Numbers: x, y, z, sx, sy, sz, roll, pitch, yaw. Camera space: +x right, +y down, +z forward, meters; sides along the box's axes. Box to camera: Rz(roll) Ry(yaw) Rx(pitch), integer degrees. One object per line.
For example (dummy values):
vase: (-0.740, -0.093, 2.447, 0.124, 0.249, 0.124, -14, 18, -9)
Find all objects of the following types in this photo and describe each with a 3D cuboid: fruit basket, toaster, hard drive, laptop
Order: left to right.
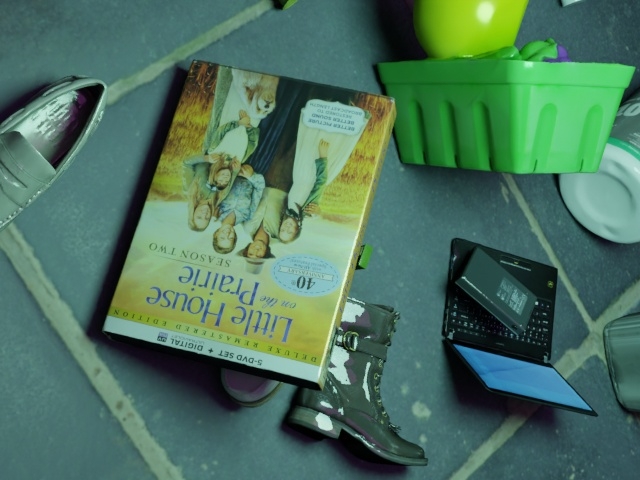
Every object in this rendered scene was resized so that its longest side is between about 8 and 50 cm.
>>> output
fruit basket: (0.263, -0.290, 1.732, 0.283, 0.392, 0.392, -3, 83, -32)
hard drive: (0.286, 0.079, 1.826, 0.135, 0.022, 0.094, 41, 41, -5)
laptop: (0.333, 0.139, 1.843, 0.234, 0.136, 0.264, 16, 74, -30)
toaster: (0.594, 0.206, 1.989, 0.129, 0.146, 0.227, -14, 90, -34)

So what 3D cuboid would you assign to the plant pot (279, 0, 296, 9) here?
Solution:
plant pot: (-0.054, -0.411, 1.732, 0.079, 0.083, 0.083, 47, 61, -3)

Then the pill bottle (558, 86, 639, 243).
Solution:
pill bottle: (0.608, -0.170, 2.026, 0.361, 0.204, 0.204, -39, 103, -31)

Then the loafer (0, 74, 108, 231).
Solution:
loafer: (-0.392, -0.101, 1.441, 0.112, 0.111, 0.319, 45, 62, -18)

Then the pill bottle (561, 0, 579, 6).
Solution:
pill bottle: (0.450, -0.490, 2.061, 0.065, 0.065, 0.116, -19, 93, -33)

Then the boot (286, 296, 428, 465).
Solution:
boot: (0.080, 0.207, 1.700, 0.263, 0.091, 0.229, 27, 69, -24)

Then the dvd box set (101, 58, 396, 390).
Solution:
dvd box set: (-0.092, -0.031, 1.551, 0.307, 0.062, 0.420, 13, 72, 10)

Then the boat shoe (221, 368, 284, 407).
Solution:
boat shoe: (-0.057, 0.087, 1.594, 0.113, 0.103, 0.302, 22, 74, 12)

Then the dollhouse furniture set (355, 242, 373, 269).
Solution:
dollhouse furniture set: (0.000, 0.000, 1.703, 0.151, 0.058, 0.076, 31, 67, -24)
